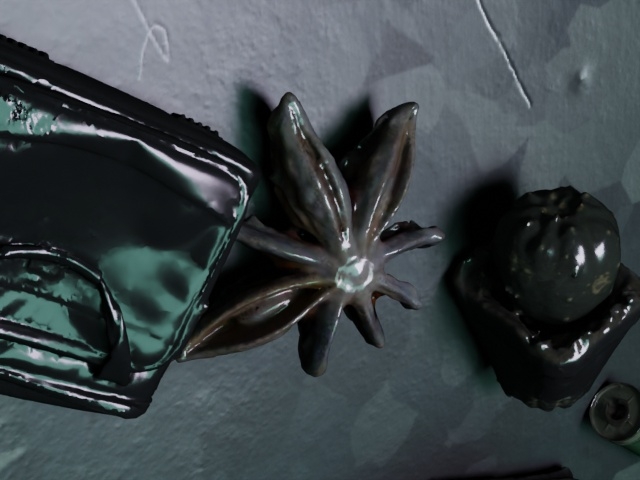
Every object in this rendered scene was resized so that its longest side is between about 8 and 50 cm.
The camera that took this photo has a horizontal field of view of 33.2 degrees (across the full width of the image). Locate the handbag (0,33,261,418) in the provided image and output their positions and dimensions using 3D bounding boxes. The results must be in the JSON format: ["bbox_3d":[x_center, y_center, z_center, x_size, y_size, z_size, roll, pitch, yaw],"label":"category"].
[{"bbox_3d":[-0.194,0.001,0.761,0.275,0.088,0.244,22,99,-36],"label":"handbag"}]

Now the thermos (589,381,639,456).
[{"bbox_3d":[0.409,0.236,1.346,0.073,0.083,0.188,-43,135,15],"label":"thermos"}]

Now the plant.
[{"bbox_3d":[0.226,0.062,1.067,0.142,0.164,0.256,-30,137,-23],"label":"plant"}]

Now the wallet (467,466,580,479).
[{"bbox_3d":[0.152,0.356,1.215,0.378,0.051,0.197,2,112,-37],"label":"wallet"}]

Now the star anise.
[{"bbox_3d":[0.002,-0.005,0.906,0.199,0.111,0.257,13,95,-24],"label":"star anise"}]
